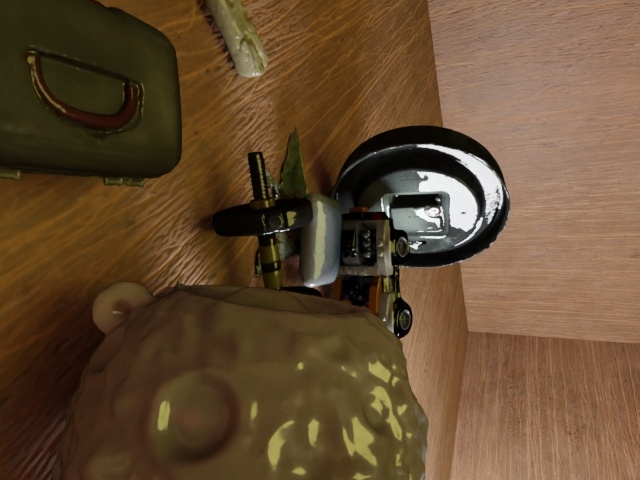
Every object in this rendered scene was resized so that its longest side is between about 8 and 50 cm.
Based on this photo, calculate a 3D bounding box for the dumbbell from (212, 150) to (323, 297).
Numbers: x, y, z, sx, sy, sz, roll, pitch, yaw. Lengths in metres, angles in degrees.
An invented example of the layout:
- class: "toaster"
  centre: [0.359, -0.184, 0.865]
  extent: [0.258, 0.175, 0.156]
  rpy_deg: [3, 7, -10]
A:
- class: "dumbbell"
  centre: [-0.072, 0.036, 0.625]
  extent: [0.143, 0.143, 0.326]
  rpy_deg: [-30, 116, -61]

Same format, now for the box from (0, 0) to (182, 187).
- class: "box"
  centre: [-0.222, -0.117, 0.338]
  extent: [0.210, 0.129, 0.148]
  rpy_deg: [-9, 97, -65]

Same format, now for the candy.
- class: "candy"
  centre: [0.000, 0.000, 0.834]
  extent: [0.138, 0.071, 0.174]
  rpy_deg: [3, 89, -71]

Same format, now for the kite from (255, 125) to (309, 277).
- class: "kite"
  centre: [-0.060, -0.062, 0.804]
  extent: [0.268, 0.013, 0.323]
  rpy_deg: [52, 43, -52]

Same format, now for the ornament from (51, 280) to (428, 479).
- class: "ornament"
  centre: [-0.069, 0.200, 0.418]
  extent: [0.337, 0.337, 0.337]
  rpy_deg: [4, 85, -64]

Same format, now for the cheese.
- class: "cheese"
  centre: [-0.134, -0.333, 0.626]
  extent: [0.194, 0.043, 0.065]
  rpy_deg: [62, 38, -42]

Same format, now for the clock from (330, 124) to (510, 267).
- class: "clock"
  centre: [0.213, -0.081, 0.953]
  extent: [0.386, 0.386, 0.076]
  rpy_deg: [62, 32, -43]

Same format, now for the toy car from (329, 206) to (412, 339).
- class: "toy car"
  centre: [0.087, 0.079, 0.916]
  extent: [0.118, 0.193, 0.301]
  rpy_deg: [-8, 96, -50]
